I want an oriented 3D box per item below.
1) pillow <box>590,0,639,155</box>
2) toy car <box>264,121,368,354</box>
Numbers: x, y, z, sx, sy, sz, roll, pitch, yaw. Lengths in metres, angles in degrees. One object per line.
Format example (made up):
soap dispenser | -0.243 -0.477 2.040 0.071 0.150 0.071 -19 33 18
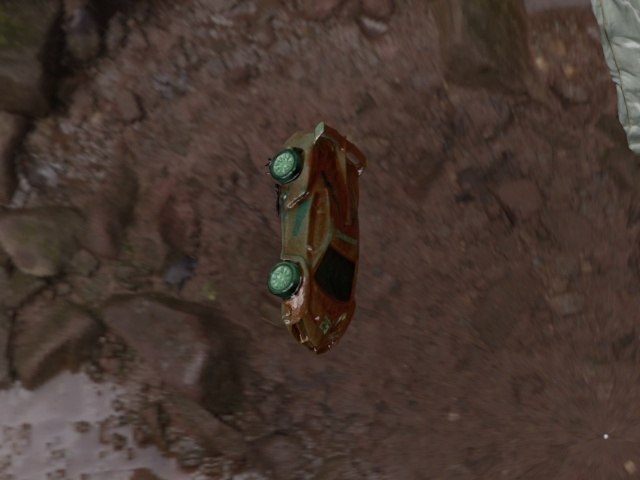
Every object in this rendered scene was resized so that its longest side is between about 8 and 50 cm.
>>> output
pillow | 0.151 -0.153 0.626 0.128 0.051 0.229 -26 104 -19
toy car | 0.000 0.000 0.809 0.035 0.059 0.122 -17 59 28
